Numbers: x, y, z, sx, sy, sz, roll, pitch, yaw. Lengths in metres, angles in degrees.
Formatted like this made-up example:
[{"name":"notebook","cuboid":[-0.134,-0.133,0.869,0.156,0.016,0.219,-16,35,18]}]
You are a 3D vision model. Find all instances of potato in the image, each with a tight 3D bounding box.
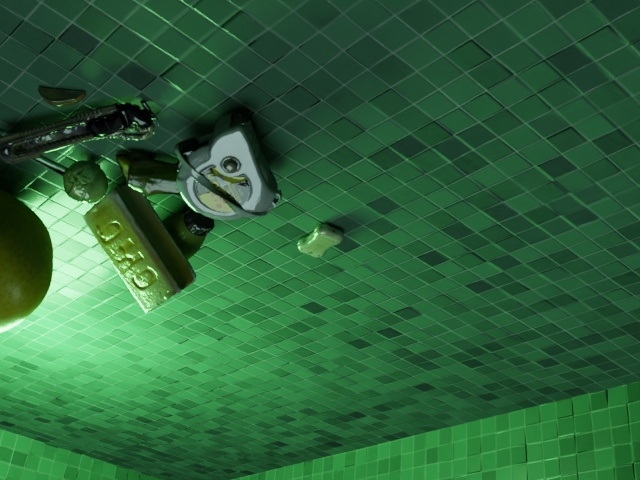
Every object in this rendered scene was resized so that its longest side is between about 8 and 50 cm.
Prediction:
[{"name":"potato","cuboid":[-0.512,-0.277,1.663,0.093,0.036,0.037,5,145,-1]}]

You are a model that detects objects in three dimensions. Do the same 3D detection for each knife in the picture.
[{"name":"knife","cuboid":[-0.506,-0.212,1.712,0.365,0.043,0.089,-11,116,15]}]

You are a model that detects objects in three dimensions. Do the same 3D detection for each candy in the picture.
[{"name":"candy","cuboid":[-0.615,-0.181,1.808,0.335,0.092,0.093,27,100,-19]}]

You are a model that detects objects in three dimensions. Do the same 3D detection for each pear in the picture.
[{"name":"pear","cuboid":[-0.799,0.050,1.935,0.362,0.362,0.418,14,145,-13]}]

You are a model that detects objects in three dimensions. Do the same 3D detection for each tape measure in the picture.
[{"name":"tape measure","cuboid":[-0.195,-0.134,1.715,0.197,0.120,0.236,-15,127,10]}]

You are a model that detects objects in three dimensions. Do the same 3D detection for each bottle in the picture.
[{"name":"bottle","cuboid":[-0.341,-0.005,2.004,0.112,0.112,0.260,25,144,-28]}]

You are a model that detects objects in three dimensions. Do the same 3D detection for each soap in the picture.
[{"name":"soap","cuboid":[-0.417,0.018,1.939,0.173,0.089,0.274,-31,93,44]}]

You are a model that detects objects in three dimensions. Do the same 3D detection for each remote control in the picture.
[{"name":"remote control","cuboid":[0.000,0.000,2.034,0.074,0.032,0.122,22,145,-26]}]

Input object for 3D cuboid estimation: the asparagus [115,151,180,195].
[{"name":"asparagus","cuboid":[-0.281,-0.131,1.826,0.343,0.085,0.082,10,124,-3]}]
